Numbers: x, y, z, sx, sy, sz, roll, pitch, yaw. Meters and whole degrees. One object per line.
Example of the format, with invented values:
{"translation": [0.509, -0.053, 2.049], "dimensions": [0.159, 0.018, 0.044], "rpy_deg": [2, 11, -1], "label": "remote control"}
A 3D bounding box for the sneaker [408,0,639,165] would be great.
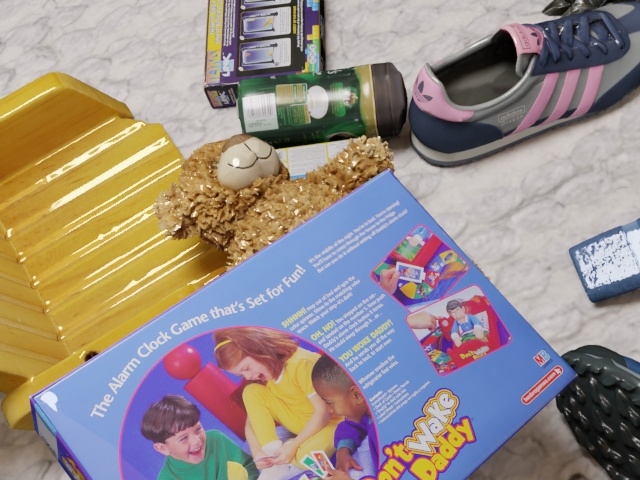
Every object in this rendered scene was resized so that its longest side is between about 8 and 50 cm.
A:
{"translation": [0.243, -0.190, 0.957], "dimensions": [0.319, 0.131, 0.112], "rpy_deg": [-28, 63, -6], "label": "sneaker"}

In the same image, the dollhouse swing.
{"translation": [-0.283, -0.036, 0.868], "dimensions": [0.315, 0.305, 0.347], "rpy_deg": [-32, 63, -7], "label": "dollhouse swing"}

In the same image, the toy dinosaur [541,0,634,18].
{"translation": [0.315, -0.359, 0.982], "dimensions": [0.322, 0.218, 0.164], "rpy_deg": [32, 72, 22], "label": "toy dinosaur"}

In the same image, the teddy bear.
{"translation": [0.000, 0.000, 0.853], "dimensions": [0.245, 0.113, 0.338], "rpy_deg": [-32, 66, -12], "label": "teddy bear"}

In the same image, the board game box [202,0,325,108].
{"translation": [-0.066, -0.247, 1.081], "dimensions": [0.141, 0.048, 0.170], "rpy_deg": [-4, 64, 9], "label": "board game box"}

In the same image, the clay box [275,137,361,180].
{"translation": [-0.002, 0.004, 0.943], "dimensions": [0.127, 0.053, 0.222], "rpy_deg": [-7, 64, 4], "label": "clay box"}

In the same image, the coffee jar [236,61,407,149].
{"translation": [0.005, -0.148, 0.992], "dimensions": [0.184, 0.096, 0.079], "rpy_deg": [-6, 85, 5], "label": "coffee jar"}

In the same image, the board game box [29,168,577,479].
{"translation": [-0.004, 0.123, 0.684], "dimensions": [0.347, 0.078, 0.233], "rpy_deg": [-33, 74, -28], "label": "board game box"}

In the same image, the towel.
{"translation": [0.313, 0.014, 0.883], "dimensions": [0.119, 0.029, 0.067], "rpy_deg": [-23, 62, 20], "label": "towel"}

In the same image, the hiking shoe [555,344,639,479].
{"translation": [0.354, 0.177, 0.791], "dimensions": [0.304, 0.113, 0.132], "rpy_deg": [30, 38, 30], "label": "hiking shoe"}
